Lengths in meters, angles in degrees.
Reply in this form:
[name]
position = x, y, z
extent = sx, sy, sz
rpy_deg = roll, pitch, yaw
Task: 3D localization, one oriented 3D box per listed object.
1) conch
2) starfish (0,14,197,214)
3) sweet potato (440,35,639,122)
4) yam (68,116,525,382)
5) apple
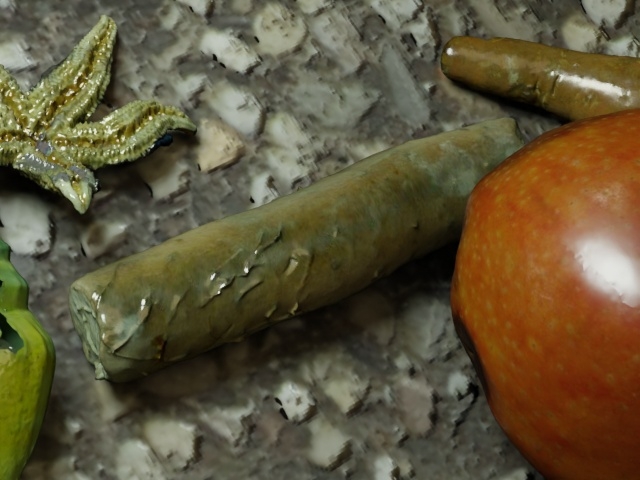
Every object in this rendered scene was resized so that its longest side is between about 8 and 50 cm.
[conch]
position = -0.183, 0.076, 0.875
extent = 0.095, 0.079, 0.200
rpy_deg = 12, 65, 8
[starfish]
position = -0.168, -0.074, 0.963
extent = 0.176, 0.053, 0.208
rpy_deg = 35, 30, 9
[sweet potato]
position = 0.244, -0.087, 1.150
extent = 0.346, 0.079, 0.108
rpy_deg = 0, 36, -23
[yam]
position = 0.000, 0.000, 0.995
extent = 0.317, 0.067, 0.071
rpy_deg = -22, 101, -31
[apple]
position = 0.183, 0.033, 0.980
extent = 0.230, 0.230, 0.230
rpy_deg = 10, 61, -19
